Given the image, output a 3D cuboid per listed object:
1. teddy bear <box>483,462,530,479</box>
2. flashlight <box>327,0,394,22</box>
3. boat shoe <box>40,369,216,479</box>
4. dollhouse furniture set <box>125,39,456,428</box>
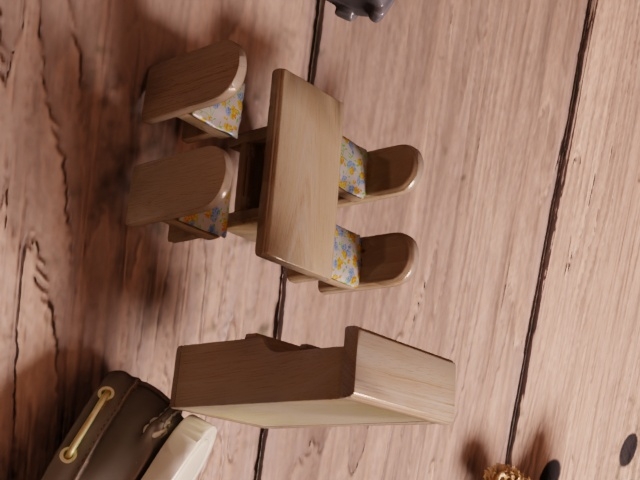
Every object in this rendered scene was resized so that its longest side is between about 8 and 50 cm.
[{"bbox_3d":[0.187,0.364,1.107,0.338,0.113,0.245,-38,120,-22],"label":"teddy bear"},{"bbox_3d":[0.093,-0.304,0.788,0.304,0.103,0.103,-59,138,-16],"label":"flashlight"},{"bbox_3d":[-0.192,0.227,0.670,0.305,0.091,0.109,-53,170,-17],"label":"boat shoe"},{"bbox_3d":[0.000,0.000,0.694,0.212,0.161,0.242,23,65,-46],"label":"dollhouse furniture set"}]
